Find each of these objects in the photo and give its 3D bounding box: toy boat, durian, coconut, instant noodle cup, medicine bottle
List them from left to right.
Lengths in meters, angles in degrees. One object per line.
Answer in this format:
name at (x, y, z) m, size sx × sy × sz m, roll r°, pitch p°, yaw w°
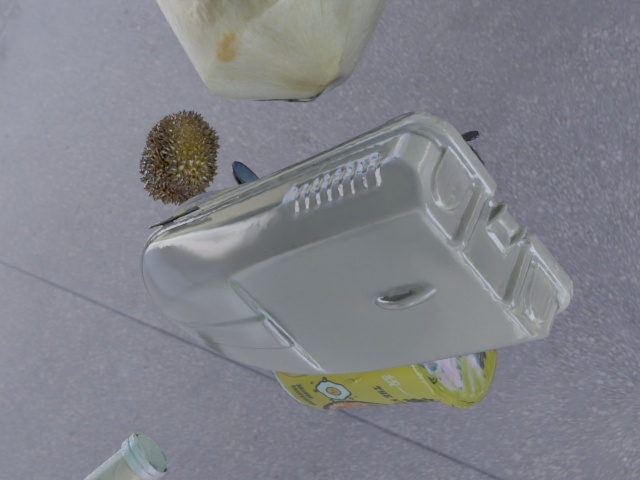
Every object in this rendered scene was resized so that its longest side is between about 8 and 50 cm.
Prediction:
medicine bottle at (-0.320, 0.365, 1.094) m, size 0.218 × 0.074 × 0.074 m, roll -40°, pitch 65°, yaw 3°
durian at (-0.232, -0.132, 1.266) m, size 0.158 × 0.137 × 0.168 m, roll -38°, pitch 47°, yaw 33°
coconut at (-0.050, -0.327, 1.005) m, size 0.323 × 0.323 × 0.322 m, roll -5°, pitch 77°, yaw 24°
toy boat at (0.001, 0.004, 0.442) m, size 0.269 × 0.141 × 0.140 m, roll -5°, pitch 76°, yaw 53°
instant noodle cup at (0.078, 0.108, 1.155) m, size 0.254 × 0.326 × 0.325 m, roll -20°, pitch 71°, yaw 33°
